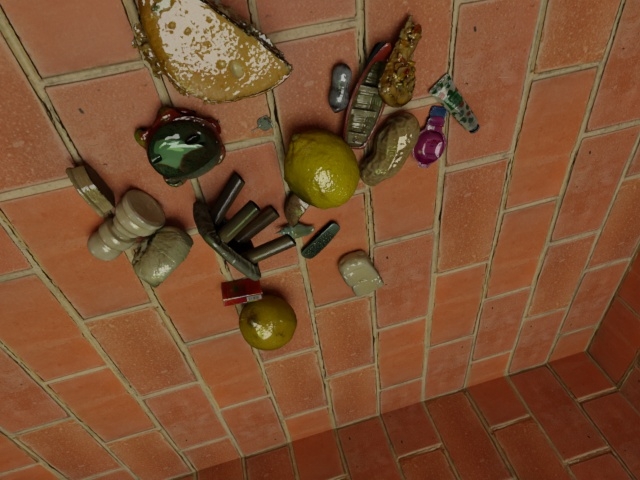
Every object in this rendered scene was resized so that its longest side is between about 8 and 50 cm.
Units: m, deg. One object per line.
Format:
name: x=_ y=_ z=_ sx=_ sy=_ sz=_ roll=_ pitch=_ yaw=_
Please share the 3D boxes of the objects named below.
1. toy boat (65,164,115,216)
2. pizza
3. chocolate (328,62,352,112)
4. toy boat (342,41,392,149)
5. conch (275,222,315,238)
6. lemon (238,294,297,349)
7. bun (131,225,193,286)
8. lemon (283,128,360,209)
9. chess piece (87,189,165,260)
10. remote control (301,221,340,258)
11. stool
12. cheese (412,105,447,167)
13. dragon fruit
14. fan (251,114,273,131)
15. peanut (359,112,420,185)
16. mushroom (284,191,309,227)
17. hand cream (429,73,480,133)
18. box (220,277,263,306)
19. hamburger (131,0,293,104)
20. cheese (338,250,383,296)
toy boat: x=-0.769 y=-0.180 z=1.494 sx=0.061 sy=0.116 sz=0.188 roll=-26 pitch=135 yaw=-2
pizza: x=0.290 y=-0.571 z=1.507 sx=0.287 sy=0.074 sz=0.251 roll=-66 pitch=159 yaw=-2
chocolate: x=0.066 y=-0.519 z=1.518 sx=0.072 sy=0.072 sz=0.166 roll=-5 pitch=128 yaw=-15
toy boat: x=0.165 y=-0.505 z=1.558 sx=0.136 sy=0.079 sz=0.391 roll=2 pitch=129 yaw=-18
conch: x=-0.108 y=-0.032 z=1.877 sx=0.180 sy=0.065 sz=0.088 roll=-3 pitch=129 yaw=-24
lemon: x=-0.244 y=0.377 z=2.043 sx=0.258 sy=0.257 sz=0.310 roll=-35 pitch=155 yaw=12
bun: x=-0.603 y=0.046 z=1.664 sx=0.152 sy=0.259 sz=0.259 roll=40 pitch=110 yaw=-20
lemon: x=0.003 y=-0.256 z=1.591 sx=0.268 sy=0.268 sz=0.322 roll=-37 pitch=136 yaw=14
chess piece: x=-0.727 y=-0.035 z=1.612 sx=0.300 sy=0.166 sz=0.167 roll=-36 pitch=131 yaw=18
remote control: x=0.000 y=0.000 z=1.957 sx=0.072 sy=0.042 sz=0.222 roll=28 pitch=117 yaw=-35
stool: x=-0.285 y=-0.055 z=1.652 sx=0.226 sy=0.310 sz=0.310 roll=-40 pitch=131 yaw=4
cheese: x=0.437 y=-0.405 z=1.748 sx=0.155 sy=0.062 sz=0.244 roll=0 pitch=115 yaw=-22
dragon fruit: x=-0.463 y=-0.314 z=1.481 sx=0.296 sy=0.130 sz=0.268 roll=-1 pitch=134 yaw=-18
fan: x=-0.208 y=-0.405 z=1.566 sx=0.083 sy=0.004 sz=0.056 roll=-31 pitch=133 yaw=8
peanut: x=0.260 y=-0.338 z=1.696 sx=0.154 sy=0.140 sz=0.325 roll=29 pitch=121 yaw=-15
mushroom: x=-0.091 y=-0.148 z=1.778 sx=0.094 sy=0.072 sz=0.209 roll=36 pitch=113 yaw=-9
hand cream: x=0.523 y=-0.510 z=1.694 sx=0.276 sy=0.059 sz=0.095 roll=35 pitch=109 yaw=-33
box: x=-0.352 y=0.228 z=1.984 sx=0.175 sy=0.112 sz=0.048 roll=-9 pitch=131 yaw=-11
hamburger: x=-0.332 y=-0.536 z=1.234 sx=0.446 sy=0.268 sz=0.287 roll=24 pitch=116 yaw=-38
cheese: x=0.189 y=0.159 z=2.124 sx=0.159 sy=0.093 sz=0.263 roll=-31 pitch=131 yaw=5
